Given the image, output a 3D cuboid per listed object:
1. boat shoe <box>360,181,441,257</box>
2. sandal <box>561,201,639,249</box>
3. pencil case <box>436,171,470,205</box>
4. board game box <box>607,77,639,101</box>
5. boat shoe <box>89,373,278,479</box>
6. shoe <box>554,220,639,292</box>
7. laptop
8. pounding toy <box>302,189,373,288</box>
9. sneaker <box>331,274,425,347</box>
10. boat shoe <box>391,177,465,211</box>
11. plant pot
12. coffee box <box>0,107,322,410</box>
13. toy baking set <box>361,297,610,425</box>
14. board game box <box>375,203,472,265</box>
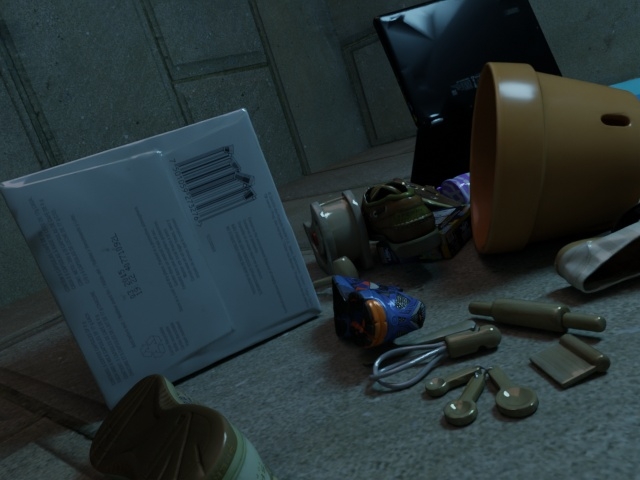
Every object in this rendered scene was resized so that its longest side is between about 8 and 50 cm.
[{"bbox_3d":[0.128,-0.056,0.927,0.111,0.104,0.307,-23,12,-8],"label":"boat shoe"},{"bbox_3d":[0.418,-0.019,0.681,0.219,0.060,0.090,-17,13,7],"label":"sandal"},{"bbox_3d":[0.367,-0.131,1.163,0.206,0.086,0.088,-22,39,-21],"label":"pencil case"},{"bbox_3d":[0.547,-0.209,1.048,0.336,0.079,0.253,-13,35,13],"label":"board game box"},{"bbox_3d":[-0.141,0.203,0.502,0.285,0.089,0.104,-4,45,56],"label":"boat shoe"},{"bbox_3d":[0.387,0.006,0.597,0.219,0.076,0.058,-24,15,12],"label":"shoe"},{"bbox_3d":[0.334,-0.337,1.246,0.382,0.407,0.236,-22,-3,-15],"label":"laptop"},{"bbox_3d":[0.000,0.000,0.972,0.155,0.154,0.269,-20,12,-9],"label":"pounding toy"},{"bbox_3d":[0.068,0.092,0.684,0.087,0.083,0.221,-2,6,-12],"label":"sneaker"},{"bbox_3d":[0.223,-0.087,1.075,0.178,0.060,0.064,13,-21,-15],"label":"boat shoe"},{"bbox_3d":[0.347,-0.121,0.794,0.204,0.290,0.291,1,16,8],"label":"plant pot"},{"bbox_3d":[-0.258,0.010,0.872,0.338,0.337,0.334,-24,13,-20],"label":"coffee box"},{"bbox_3d":[0.160,0.111,0.554,0.197,0.030,0.256,-25,14,-27],"label":"toy baking set"},{"bbox_3d":[0.205,-0.012,0.980,0.141,0.048,0.170,-11,15,39],"label":"board game box"}]
